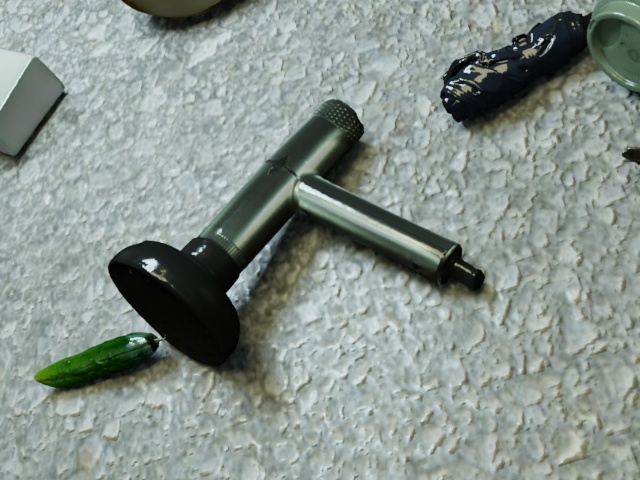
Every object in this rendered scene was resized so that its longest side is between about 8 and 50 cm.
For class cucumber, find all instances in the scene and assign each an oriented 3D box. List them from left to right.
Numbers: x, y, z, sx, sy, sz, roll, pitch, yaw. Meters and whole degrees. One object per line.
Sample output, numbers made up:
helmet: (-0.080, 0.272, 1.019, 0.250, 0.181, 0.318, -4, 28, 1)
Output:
cucumber: (-0.233, 0.128, 1.133, 0.168, 0.039, 0.039, -20, 53, 17)

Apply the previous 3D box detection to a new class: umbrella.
umbrella: (0.241, -0.210, 1.134, 0.248, 0.071, 0.071, -28, 52, 5)

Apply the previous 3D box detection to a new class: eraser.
eraser: (-0.498, -0.208, 1.437, 0.287, 0.086, 0.130, 17, 68, 31)

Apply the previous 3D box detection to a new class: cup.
cup: (0.356, -0.228, 1.075, 0.141, 0.120, 0.120, -40, 51, -20)

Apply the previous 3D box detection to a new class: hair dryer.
hair dryer: (-0.014, 0.001, 1.059, 0.320, 0.155, 0.284, -42, 42, -18)

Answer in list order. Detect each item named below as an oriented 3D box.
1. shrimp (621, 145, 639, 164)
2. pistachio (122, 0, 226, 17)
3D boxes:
shrimp: (0.433, -0.052, 0.960, 0.296, 0.058, 0.169, -5, 59, 16)
pistachio: (-0.172, -0.369, 1.379, 0.215, 0.144, 0.144, -15, 54, 7)
